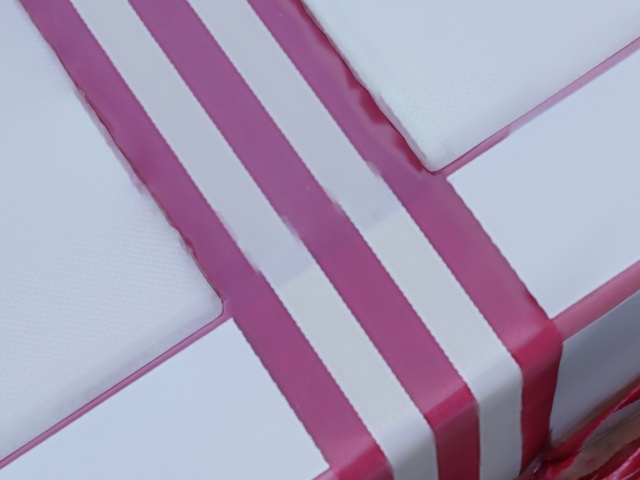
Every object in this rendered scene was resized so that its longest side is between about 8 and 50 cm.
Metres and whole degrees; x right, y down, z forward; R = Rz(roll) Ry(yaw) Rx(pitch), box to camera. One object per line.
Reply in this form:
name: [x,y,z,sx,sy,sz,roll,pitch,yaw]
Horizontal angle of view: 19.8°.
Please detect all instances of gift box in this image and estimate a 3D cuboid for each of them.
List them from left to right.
gift box: [0.000,0.000,0.536,0.255,0.276,0.258,-35,69,-2]
